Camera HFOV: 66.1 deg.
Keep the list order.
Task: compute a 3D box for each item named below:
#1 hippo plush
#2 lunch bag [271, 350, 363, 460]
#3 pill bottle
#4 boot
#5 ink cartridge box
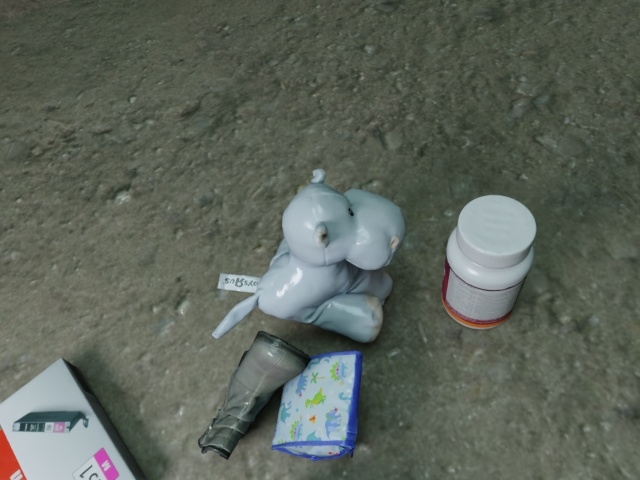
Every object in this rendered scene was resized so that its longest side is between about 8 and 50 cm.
[{"bbox_3d":[0.000,0.000,0.762,0.293,0.237,0.234,7,39,-12],"label":"hippo plush"},{"bbox_3d":[0.008,0.234,0.696,0.096,0.151,0.129,22,55,-21],"label":"lunch bag"},{"bbox_3d":[0.249,0.038,0.743,0.121,0.221,0.121,-5,56,7],"label":"pill bottle"},{"bbox_3d":[-0.099,0.228,0.685,0.083,0.246,0.161,30,60,-5],"label":"boot"},{"bbox_3d":[-0.429,0.358,0.749,0.239,0.060,0.275,-40,59,-18],"label":"ink cartridge box"}]
